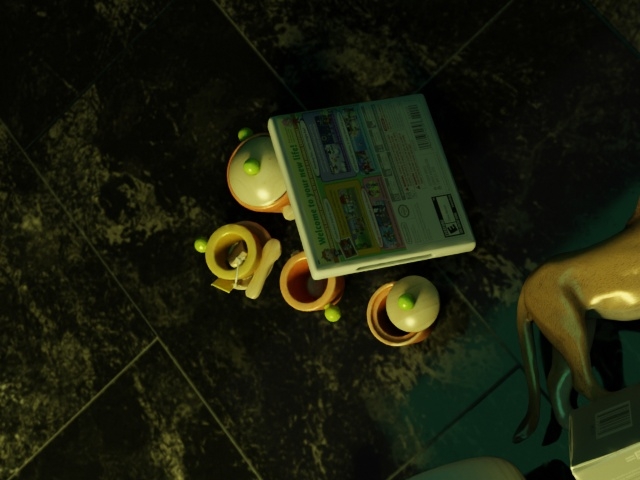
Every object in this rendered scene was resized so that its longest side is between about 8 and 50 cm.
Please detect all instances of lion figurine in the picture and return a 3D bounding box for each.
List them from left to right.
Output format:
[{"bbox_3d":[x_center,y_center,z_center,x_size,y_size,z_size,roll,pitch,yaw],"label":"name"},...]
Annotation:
[{"bbox_3d":[0.334,0.039,1.533,0.392,0.142,0.240,-28,78,14],"label":"lion figurine"}]

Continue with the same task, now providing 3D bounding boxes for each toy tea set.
[{"bbox_3d":[0.000,0.000,1.691,0.336,0.124,0.200,21,90,24],"label":"toy tea set"}]

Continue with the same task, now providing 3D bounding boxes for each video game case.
[{"bbox_3d":[0.057,-0.066,1.661,0.193,0.023,0.212,-10,63,-13],"label":"video game case"}]

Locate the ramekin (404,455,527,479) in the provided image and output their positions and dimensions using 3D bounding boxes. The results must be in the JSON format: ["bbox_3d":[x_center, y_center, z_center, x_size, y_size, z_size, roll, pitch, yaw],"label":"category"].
[{"bbox_3d":[0.122,0.342,1.510,0.277,0.277,0.135,-34,63,14],"label":"ramekin"}]

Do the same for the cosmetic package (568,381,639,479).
[{"bbox_3d":[0.347,0.275,1.447,0.107,0.127,0.238,-25,105,16],"label":"cosmetic package"}]
